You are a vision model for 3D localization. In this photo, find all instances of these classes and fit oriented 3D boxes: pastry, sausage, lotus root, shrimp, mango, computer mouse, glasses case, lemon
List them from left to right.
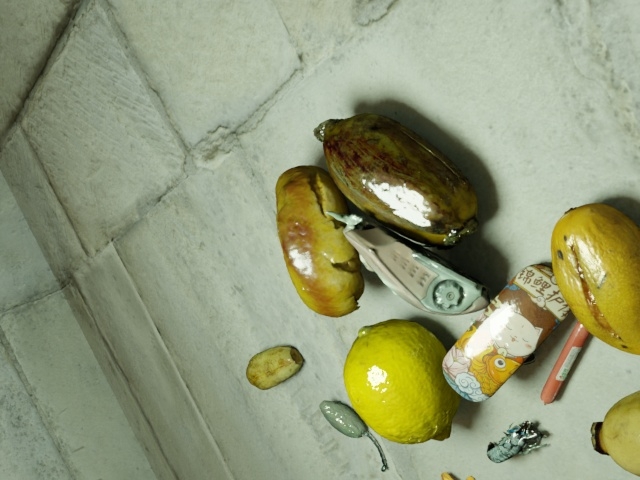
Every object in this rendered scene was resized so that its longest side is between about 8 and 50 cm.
[{"bbox_3d":[-0.146,0.373,2.166,0.258,0.097,0.110,-34,81,47],"label":"lotus root"},{"bbox_3d":[0.000,0.000,1.661,0.356,0.164,0.355,-16,-90,-86],"label":"pastry"},{"bbox_3d":[0.145,-0.125,1.490,0.397,0.179,0.195,41,151,22],"label":"lotus root"},{"bbox_3d":[0.185,0.320,1.648,0.319,0.245,0.245,56,142,-6],"label":"lemon"},{"bbox_3d":[0.169,0.058,1.477,0.389,0.114,0.199,27,-176,-10],"label":"computer mouse"},{"bbox_3d":[0.363,0.184,1.443,0.122,0.082,0.321,45,116,20],"label":"glasses case"},{"bbox_3d":[0.419,0.449,1.597,0.082,0.076,0.174,34,138,0],"label":"shrimp"},{"bbox_3d":[0.478,0.236,1.439,0.034,0.034,0.253,36,135,30],"label":"sausage"},{"bbox_3d":[0.495,0.076,1.262,0.177,0.120,0.294,-18,97,53],"label":"mango"},{"bbox_3d":[0.580,0.330,1.264,0.310,0.183,0.182,-33,85,54],"label":"lotus root"}]

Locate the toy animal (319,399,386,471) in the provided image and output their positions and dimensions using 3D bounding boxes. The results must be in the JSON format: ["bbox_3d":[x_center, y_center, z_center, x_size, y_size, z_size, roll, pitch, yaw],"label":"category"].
[{"bbox_3d":[0.100,0.522,2.009,0.253,0.070,0.079,42,173,8],"label":"toy animal"}]

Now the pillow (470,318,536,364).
[{"bbox_3d":[0.377,0.208,1.523,0.135,0.055,0.091,58,159,10],"label":"pillow"}]

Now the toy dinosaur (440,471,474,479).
[{"bbox_3d":[0.390,0.664,1.752,0.288,0.070,0.117,40,146,32],"label":"toy dinosaur"}]
